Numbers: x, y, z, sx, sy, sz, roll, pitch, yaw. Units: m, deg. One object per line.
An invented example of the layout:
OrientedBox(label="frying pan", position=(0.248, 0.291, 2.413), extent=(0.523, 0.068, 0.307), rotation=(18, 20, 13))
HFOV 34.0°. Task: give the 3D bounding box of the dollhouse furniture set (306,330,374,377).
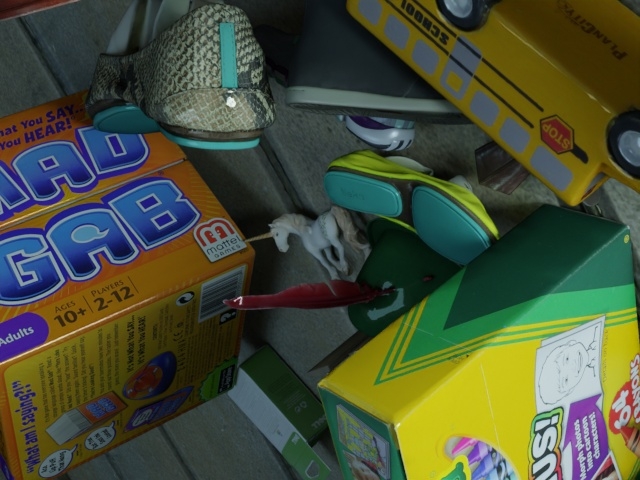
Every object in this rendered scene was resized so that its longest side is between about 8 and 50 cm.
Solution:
OrientedBox(label="dollhouse furniture set", position=(0.098, 0.172, 1.239), extent=(0.151, 0.123, 0.144), rotation=(56, 149, -2))

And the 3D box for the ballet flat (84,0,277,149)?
OrientedBox(label="ballet flat", position=(-0.164, -0.203, 1.187), extent=(0.483, 0.164, 0.182), rotation=(-161, 71, -67))

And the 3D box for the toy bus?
OrientedBox(label="toy bus", position=(0.177, -0.144, 0.842), extent=(0.333, 0.108, 0.130), rotation=(44, 147, 17))

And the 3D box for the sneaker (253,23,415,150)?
OrientedBox(label="sneaker", position=(0.022, -0.185, 1.070), extent=(0.224, 0.083, 0.098), rotation=(37, 120, 25))

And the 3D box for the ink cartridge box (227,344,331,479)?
OrientedBox(label="ink cartridge box", position=(-0.045, 0.270, 1.588), extent=(0.209, 0.062, 0.109), rotation=(46, 148, 14))

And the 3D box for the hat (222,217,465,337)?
OrientedBox(label="hat", position=(0.054, 0.093, 1.132), extent=(0.208, 0.183, 0.173), rotation=(26, 154, 43))

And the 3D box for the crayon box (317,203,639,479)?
OrientedBox(label="crayon box", position=(0.175, 0.200, 0.979), extent=(0.106, 0.313, 0.363), rotation=(19, 135, 44))

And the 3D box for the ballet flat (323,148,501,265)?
OrientedBox(label="ballet flat", position=(0.106, -0.044, 1.066), extent=(0.231, 0.077, 0.077), rotation=(25, 135, 37))

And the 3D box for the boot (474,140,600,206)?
OrientedBox(label="boot", position=(0.196, -0.059, 0.970), extent=(0.106, 0.037, 0.114), rotation=(60, 149, 7))

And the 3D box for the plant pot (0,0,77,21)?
OrientedBox(label="plant pot", position=(-0.246, -0.385, 1.062), extent=(0.272, 0.272, 0.265), rotation=(5, 117, 52))

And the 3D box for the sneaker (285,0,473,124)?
OrientedBox(label="sneaker", position=(0.079, -0.171, 0.953), extent=(0.222, 0.083, 0.118), rotation=(6, 89, 12))

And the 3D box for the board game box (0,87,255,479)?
OrientedBox(label="board game box", position=(-0.346, 0.061, 1.459), extent=(0.356, 0.356, 0.356), rotation=(52, 151, 26))

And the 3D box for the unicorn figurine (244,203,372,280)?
OrientedBox(label="unicorn figurine", position=(0.000, 0.000, 1.283), extent=(0.162, 0.060, 0.111), rotation=(-36, 89, 43))
